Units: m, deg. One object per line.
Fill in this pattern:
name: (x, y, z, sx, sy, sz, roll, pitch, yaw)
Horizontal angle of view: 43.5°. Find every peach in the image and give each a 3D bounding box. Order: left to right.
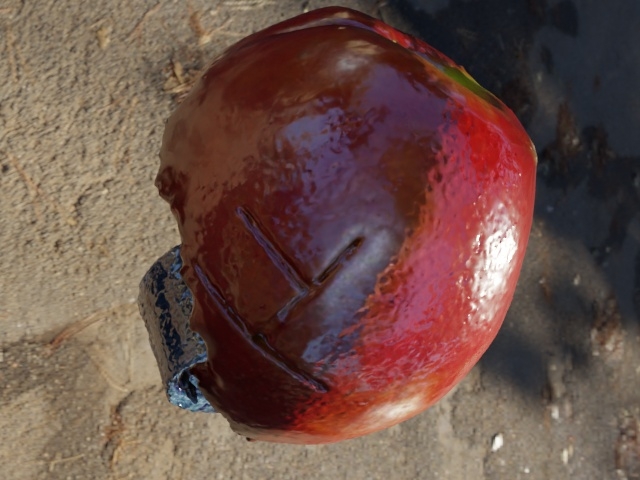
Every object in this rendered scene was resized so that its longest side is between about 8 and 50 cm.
peach: (0.000, 0.000, 0.427, 0.196, 0.190, 0.226, 18, 114, -37)

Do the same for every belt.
belt: (-0.046, 0.057, 0.630, 0.218, 0.122, 0.128, 11, 47, -50)
